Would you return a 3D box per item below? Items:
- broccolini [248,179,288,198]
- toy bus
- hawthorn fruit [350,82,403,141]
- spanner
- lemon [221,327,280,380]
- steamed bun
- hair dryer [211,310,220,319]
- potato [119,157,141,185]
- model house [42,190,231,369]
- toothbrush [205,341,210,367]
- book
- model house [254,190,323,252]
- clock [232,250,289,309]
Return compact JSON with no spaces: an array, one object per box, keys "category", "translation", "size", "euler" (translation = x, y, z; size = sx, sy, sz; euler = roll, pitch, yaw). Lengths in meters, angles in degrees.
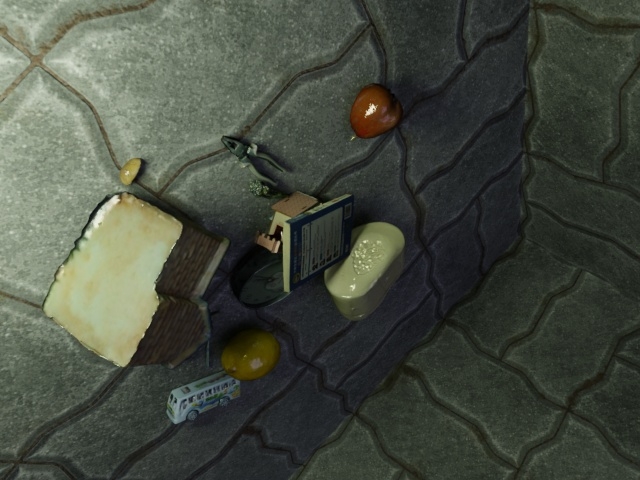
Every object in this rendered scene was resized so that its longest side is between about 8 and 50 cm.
[{"category":"broccolini","translation":[-0.188,-0.175,1.722],"size":[0.203,0.091,0.068],"euler":[20,70,-52]},{"category":"toy bus","translation":[-0.524,0.699,2.056],"size":[0.330,0.109,0.135],"euler":[-13,118,-39]},{"category":"hawthorn fruit","translation":[0.201,-0.492,1.807],"size":[0.251,0.199,0.199],"euler":[-48,144,16]},{"category":"spanner","translation":[-0.239,-0.287,1.621],"size":[0.095,0.040,0.325],"euler":[-55,143,3]},{"category":"lemon","translation":[-0.307,0.506,2.022],"size":[0.263,0.236,0.235],"euler":[25,100,-45]},{"category":"steamed bun","translation":[0.207,0.134,2.203],"size":[0.456,0.290,0.371],"euler":[-49,154,-14]},{"category":"hair dryer","translation":[-0.505,0.373,1.867],"size":[0.237,0.075,0.206],"euler":[-36,147,-32]},{"category":"potato","translation":[-0.570,-0.206,1.352],"size":[0.036,0.037,0.093],"euler":[25,101,-47]},{"category":"model house","translation":[-0.524,0.128,1.443],"size":[0.445,0.395,0.400],"euler":[-66,155,-5]},{"category":"toothbrush","translation":[-0.492,0.477,1.980],"size":[0.016,0.019,0.219],"euler":[-17,130,-34]},{"category":"book","translation":[0.000,0.000,1.839],"size":[0.428,0.039,0.299],"euler":[-28,129,-47]},{"category":"model house","translation":[-0.102,-0.075,1.842],"size":[0.326,0.169,0.244],"euler":[6,107,-53]},{"category":"clock","translation":[-0.217,0.168,1.928],"size":[0.319,0.066,0.318],"euler":[-25,145,-19]}]
